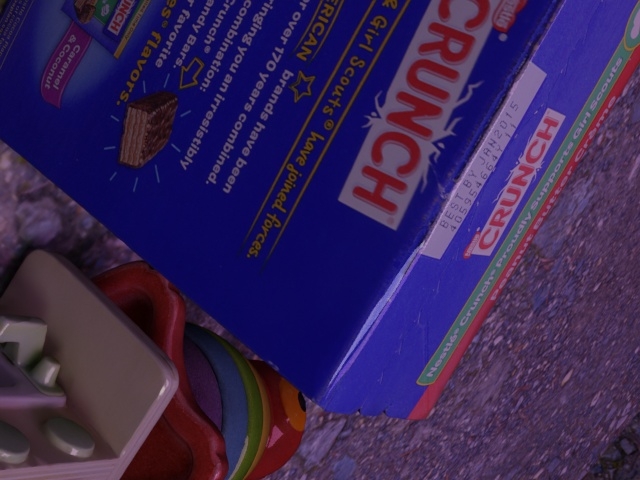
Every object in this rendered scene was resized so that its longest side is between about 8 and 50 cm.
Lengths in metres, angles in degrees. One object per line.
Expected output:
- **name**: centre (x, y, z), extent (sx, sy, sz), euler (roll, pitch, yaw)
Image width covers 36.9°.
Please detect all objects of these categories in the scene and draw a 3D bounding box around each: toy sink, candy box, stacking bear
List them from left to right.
- **toy sink**: centre (-0.225, 0.129, 0.587), extent (0.234, 0.152, 0.131), euler (-55, 154, 9)
- **stacking bear**: centre (-0.103, 0.142, 0.772), extent (0.164, 0.176, 0.289), euler (-24, 161, 15)
- **candy box**: centre (-0.016, -0.106, 0.507), extent (0.122, 0.317, 0.268), euler (18, 105, -55)
